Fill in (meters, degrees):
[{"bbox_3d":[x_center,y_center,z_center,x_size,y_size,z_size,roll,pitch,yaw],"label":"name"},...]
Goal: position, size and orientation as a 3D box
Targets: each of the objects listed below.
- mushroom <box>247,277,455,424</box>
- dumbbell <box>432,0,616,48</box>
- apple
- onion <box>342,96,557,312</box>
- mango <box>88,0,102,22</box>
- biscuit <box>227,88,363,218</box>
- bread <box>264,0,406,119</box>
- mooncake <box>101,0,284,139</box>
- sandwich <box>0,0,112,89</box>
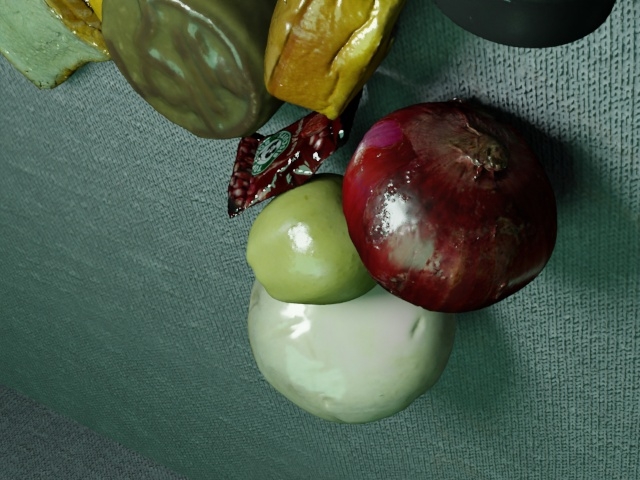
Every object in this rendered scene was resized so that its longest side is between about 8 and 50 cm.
[{"bbox_3d":[0.053,0.148,1.790,0.315,0.315,0.356,10,131,39],"label":"mushroom"},{"bbox_3d":[0.208,-0.350,1.056,0.204,0.203,0.322,30,148,14],"label":"dumbbell"},{"bbox_3d":[0.000,0.000,1.605,0.200,0.200,0.200,27,147,19],"label":"apple"},{"bbox_3d":[0.158,-0.046,1.449,0.276,0.276,0.276,27,147,19],"label":"onion"},{"bbox_3d":[-0.291,-0.345,1.711,0.098,0.075,0.190,49,170,52],"label":"mango"},{"bbox_3d":[-0.030,-0.128,1.569,0.235,0.151,0.063,-27,118,33],"label":"biscuit"},{"bbox_3d":[0.021,-0.265,1.378,0.143,0.195,0.269,31,146,0],"label":"bread"},{"bbox_3d":[-0.159,-0.274,1.592,0.284,0.155,0.284,26,145,20],"label":"mooncake"},{"bbox_3d":[-0.439,-0.350,1.852,0.251,0.087,0.226,-13,122,53],"label":"sandwich"}]
